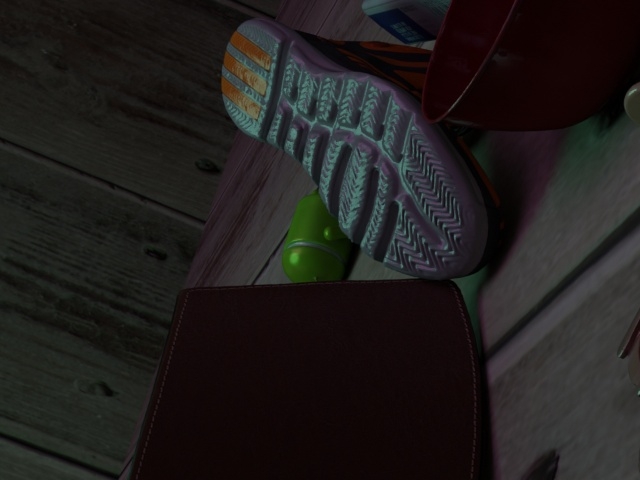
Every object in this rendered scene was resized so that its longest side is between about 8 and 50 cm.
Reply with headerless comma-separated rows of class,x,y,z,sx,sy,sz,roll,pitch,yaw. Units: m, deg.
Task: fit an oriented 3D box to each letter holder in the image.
letter holder,0.003,0.163,0.963,0.302,0.214,0.152,-83,-13,-60

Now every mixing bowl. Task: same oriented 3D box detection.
mixing bowl,0.145,-0.138,0.933,0.181,0.098,0.181,-157,90,-80

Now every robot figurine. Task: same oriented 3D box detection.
robot figurine,0.000,0.000,1.499,0.101,0.067,0.115,-37,31,56

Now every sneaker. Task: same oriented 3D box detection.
sneaker,0.074,-0.085,1.142,0.321,0.180,0.125,47,128,42

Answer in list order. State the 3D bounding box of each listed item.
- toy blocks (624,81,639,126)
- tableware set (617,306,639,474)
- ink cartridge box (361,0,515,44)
toy blocks,0.206,-0.136,0.732,0.123,0.054,0.148,132,158,-65
tableware set,0.171,0.030,0.648,0.169,0.020,0.141,-87,22,-62
ink cartridge box,0.175,-0.305,1.177,0.330,0.071,0.324,-53,10,0
